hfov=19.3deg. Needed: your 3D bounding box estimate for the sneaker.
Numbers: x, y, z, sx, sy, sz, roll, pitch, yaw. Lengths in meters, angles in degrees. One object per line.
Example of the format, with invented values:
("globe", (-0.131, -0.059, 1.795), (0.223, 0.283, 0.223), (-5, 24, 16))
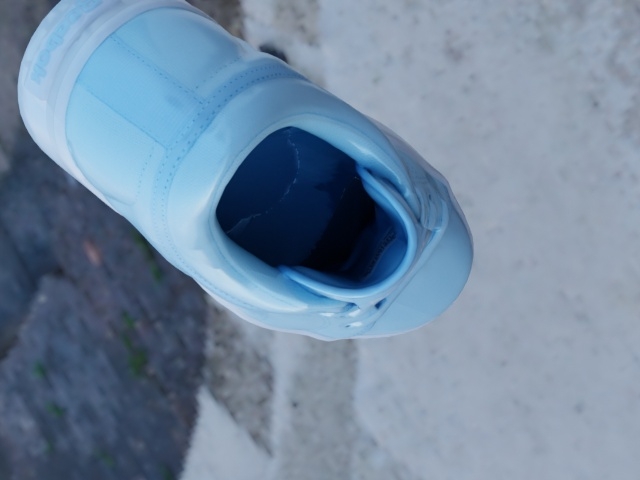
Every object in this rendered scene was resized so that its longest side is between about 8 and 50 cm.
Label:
("sneaker", (0.000, 0.000, 0.954), (0.150, 0.135, 0.366), (41, -172, 35))
